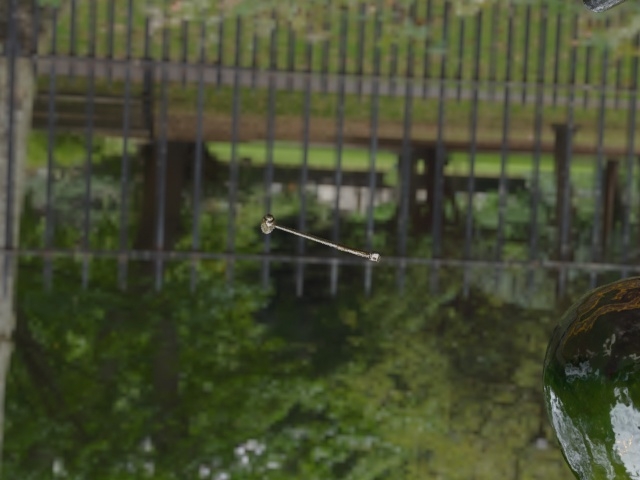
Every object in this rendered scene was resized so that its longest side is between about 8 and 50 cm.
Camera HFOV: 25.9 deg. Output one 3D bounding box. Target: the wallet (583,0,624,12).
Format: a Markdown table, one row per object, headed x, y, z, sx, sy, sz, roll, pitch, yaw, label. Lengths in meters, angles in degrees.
| x | y | z | sx | sy | sz | roll | pitch | yaw | label |
| --- | --- | --- | --- | --- | --- | --- | --- | --- | --- |
| 0.350 | -0.281 | 1.129 | 0.170 | 0.044 | 0.321 | -42 | -173 | -21 | wallet |

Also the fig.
| x | y | z | sx | sy | sz | roll | pitch | yaw | label |
| --- | --- | --- | --- | --- | --- | --- | --- | --- | --- |
| 0.174 | 0.110 | 0.737 | 0.117 | 0.177 | 0.117 | -3 | -167 | 1 | fig |

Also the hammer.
| x | y | z | sx | sy | sz | roll | pitch | yaw | label |
| --- | --- | --- | --- | --- | --- | --- | --- | --- | --- |
| 0.000 | 0.000 | 1.368 | 0.123 | 0.014 | 0.029 | 18 | 146 | -3 | hammer |
